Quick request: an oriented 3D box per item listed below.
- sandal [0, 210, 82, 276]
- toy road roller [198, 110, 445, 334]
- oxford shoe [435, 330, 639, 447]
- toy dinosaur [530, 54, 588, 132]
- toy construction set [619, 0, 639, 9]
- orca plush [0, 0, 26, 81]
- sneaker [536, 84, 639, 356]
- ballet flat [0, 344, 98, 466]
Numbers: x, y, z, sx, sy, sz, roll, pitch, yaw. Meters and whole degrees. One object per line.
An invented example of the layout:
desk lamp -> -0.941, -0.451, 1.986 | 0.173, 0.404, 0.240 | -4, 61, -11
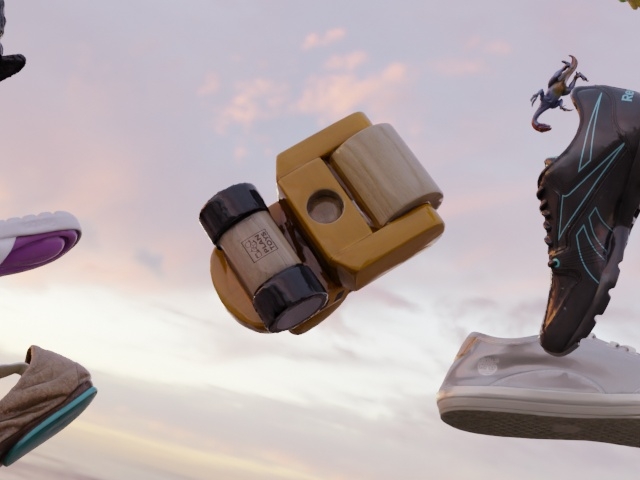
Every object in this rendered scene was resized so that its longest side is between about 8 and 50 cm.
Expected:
sandal -> -0.537, 0.056, 1.859 | 0.102, 0.416, 0.169 | 54, -38, 16
toy road roller -> 0.000, 0.000, 1.693 | 0.202, 0.329, 0.240 | 56, -10, 19
oxford shoe -> 0.371, 0.183, 1.498 | 0.449, 0.130, 0.169 | 5, -26, 6
toy dinosaur -> 0.280, -0.168, 1.420 | 0.047, 0.082, 0.090 | 39, 30, 6
toy construction set -> 0.364, -0.415, 1.605 | 0.327, 0.215, 0.151 | 29, -18, 50
orca plush -> -0.491, -0.287, 1.810 | 0.102, 0.287, 0.151 | 14, -12, -10
sneaker -> 0.251, -0.021, 1.154 | 0.106, 0.267, 0.101 | 20, 3, 8
ballet flat -> -0.390, 0.220, 1.335 | 0.124, 0.342, 0.116 | 39, -49, 5
